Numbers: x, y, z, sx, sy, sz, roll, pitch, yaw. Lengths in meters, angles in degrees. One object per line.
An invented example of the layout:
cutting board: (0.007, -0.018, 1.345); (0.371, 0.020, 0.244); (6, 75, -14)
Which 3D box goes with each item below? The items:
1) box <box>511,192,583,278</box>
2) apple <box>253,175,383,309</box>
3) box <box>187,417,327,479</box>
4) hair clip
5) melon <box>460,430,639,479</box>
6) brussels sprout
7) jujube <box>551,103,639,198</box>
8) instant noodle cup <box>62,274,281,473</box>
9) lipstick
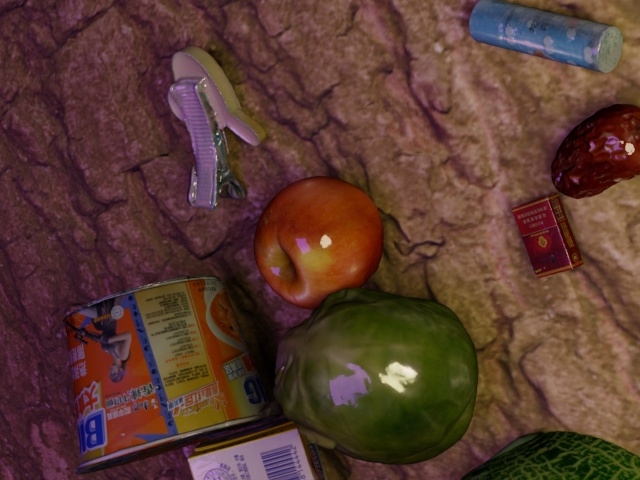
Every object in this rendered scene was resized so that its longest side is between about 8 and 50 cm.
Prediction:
box: (0.242, -0.005, 1.294); (0.051, 0.023, 0.082); (-20, 89, 50)
apple: (0.000, 0.000, 1.475); (0.163, 0.139, 0.163); (29, 136, 32)
box: (-0.061, 0.385, 1.650); (0.168, 0.097, 0.265); (-18, 91, 10)
hair clip: (-0.145, -0.153, 1.620); (0.159, 0.071, 0.218); (4, 113, 40)
melon: (0.272, 0.371, 1.276); (0.331, 0.226, 0.343); (-38, 72, 6)
brussels sprout: (0.064, 0.157, 1.397); (0.244, 0.244, 0.244); (19, 117, 42)
jujube: (0.277, -0.085, 1.195); (0.077, 0.077, 0.129); (64, 149, 8)
instant noodle cup: (-0.223, 0.182, 1.681); (0.296, 0.296, 0.214); (-27, 77, 48)
lipstick: (0.225, -0.207, 1.220); (0.158, 0.048, 0.048); (23, 120, 39)
